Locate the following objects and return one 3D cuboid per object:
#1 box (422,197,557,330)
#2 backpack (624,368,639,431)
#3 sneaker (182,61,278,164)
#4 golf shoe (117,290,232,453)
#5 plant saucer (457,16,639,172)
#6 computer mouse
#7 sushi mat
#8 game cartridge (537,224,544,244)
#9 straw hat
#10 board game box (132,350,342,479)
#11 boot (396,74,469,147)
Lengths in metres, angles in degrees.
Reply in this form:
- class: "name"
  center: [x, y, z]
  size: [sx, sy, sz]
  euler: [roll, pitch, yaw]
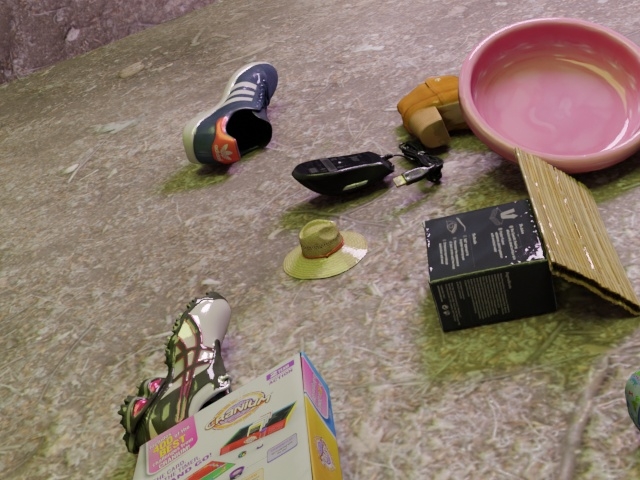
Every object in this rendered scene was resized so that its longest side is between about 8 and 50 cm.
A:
- class: "box"
  center: [0.231, 0.032, 1.189]
  size: [0.158, 0.093, 0.156]
  euler: [-12, 32, 12]
- class: "backpack"
  center: [0.379, 0.168, 0.880]
  size: [0.114, 0.105, 0.084]
  euler: [-19, 29, 9]
- class: "sneaker"
  center: [-0.150, -0.273, 1.872]
  size: [0.148, 0.131, 0.350]
  euler: [8, 45, 26]
- class: "golf shoe"
  center: [-0.164, 0.185, 1.172]
  size: [0.120, 0.105, 0.272]
  euler: [10, 44, 15]
- class: "plant saucer"
  center: [0.397, -0.235, 1.444]
  size: [0.333, 0.084, 0.332]
  euler: [-2, 57, 3]
- class: "computer mouse"
  center: [0.090, -0.110, 1.534]
  size: [0.262, 0.060, 0.184]
  euler: [-13, 25, -15]
- class: "sushi mat"
  center: [0.350, -0.023, 1.195]
  size: [0.019, 0.152, 0.316]
  euler: [-56, 15, 29]
- class: "game cartridge"
  center: [0.354, -0.009, 1.267]
  size: [0.056, 0.017, 0.083]
  euler: [-27, 32, -22]
- class: "straw hat"
  center: [0.000, 0.000, 1.397]
  size: [0.145, 0.061, 0.144]
  euler: [-14, 30, 8]
- class: "board game box"
  center: [-0.095, 0.265, 0.900]
  size: [0.242, 0.064, 0.316]
  euler: [-31, 18, 7]
- class: "boot"
  center: [0.296, -0.281, 1.653]
  size: [0.295, 0.104, 0.211]
  euler: [-19, 30, 5]
